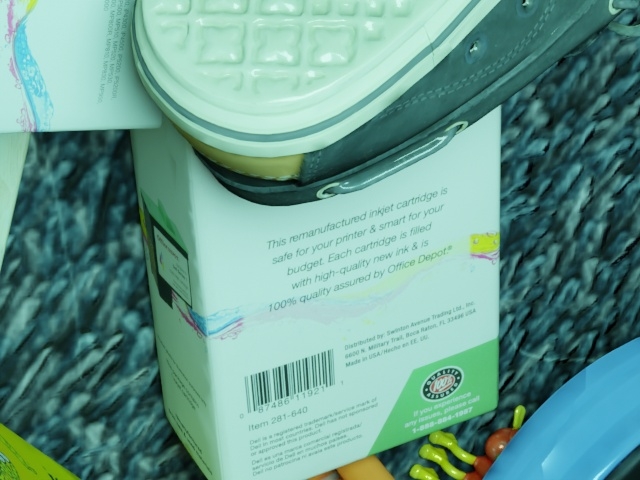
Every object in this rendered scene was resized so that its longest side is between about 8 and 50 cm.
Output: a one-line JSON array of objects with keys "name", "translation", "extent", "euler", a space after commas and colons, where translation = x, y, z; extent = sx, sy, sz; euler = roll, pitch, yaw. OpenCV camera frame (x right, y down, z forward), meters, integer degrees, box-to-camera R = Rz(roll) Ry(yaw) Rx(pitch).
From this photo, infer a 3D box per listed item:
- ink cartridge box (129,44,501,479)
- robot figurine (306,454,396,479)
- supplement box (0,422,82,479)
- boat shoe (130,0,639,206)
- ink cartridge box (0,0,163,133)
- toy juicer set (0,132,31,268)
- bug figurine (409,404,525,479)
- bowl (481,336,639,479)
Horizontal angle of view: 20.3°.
[{"name": "ink cartridge box", "translation": [0.000, 0.000, 1.117], "extent": [0.201, 0.117, 0.278], "euler": [-18, 126, -20]}, {"name": "robot figurine", "translation": [0.027, 0.227, 1.221], "extent": [0.128, 0.219, 0.158], "euler": [-52, 150, -16]}, {"name": "supplement box", "translation": [-0.191, 0.255, 1.071], "extent": [0.194, 0.195, 0.356], "euler": [-41, 143, -1]}, {"name": "boat shoe", "translation": [0.112, -0.192, 0.951], "extent": [0.500, 0.187, 0.156], "euler": [-39, 159, -17]}, {"name": "ink cartridge box", "translation": [-0.172, -0.136, 0.926], "extent": [0.176, 0.128, 0.127], "euler": [-4, 120, -28]}, {"name": "toy juicer set", "translation": [-0.297, 0.074, 1.010], "extent": [0.329, 0.089, 0.209], "euler": [-18, 126, -21]}, {"name": "bug figurine", "translation": [0.182, 0.235, 1.400], "extent": [0.279, 0.072, 0.216], "euler": [12, 112, -35]}, {"name": "bowl", "translation": [0.257, 0.252, 1.362], "extent": [0.391, 0.077, 0.391], "euler": [-17, 122, -29]}]
